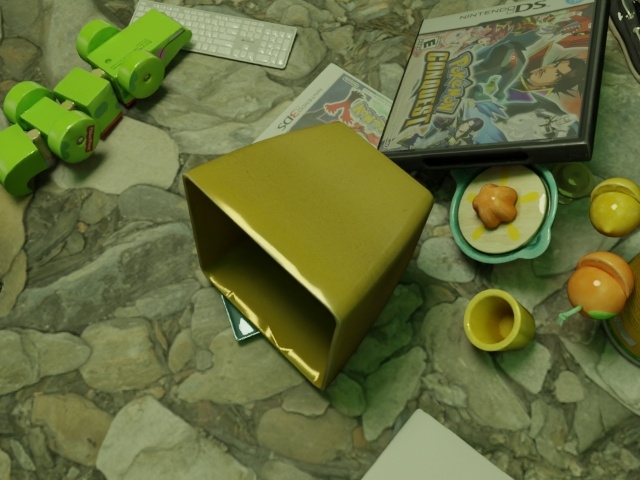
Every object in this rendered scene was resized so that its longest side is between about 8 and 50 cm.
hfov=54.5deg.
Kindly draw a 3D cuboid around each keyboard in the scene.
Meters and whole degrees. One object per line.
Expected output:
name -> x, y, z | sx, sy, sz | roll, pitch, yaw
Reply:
keyboard -> -0.166, -0.311, 0.935 | 0.256, 0.014, 0.072 | 13, 68, 9

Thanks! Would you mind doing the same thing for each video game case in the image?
video game case -> 0.217, -0.202, 0.778 | 0.248, 0.035, 0.275 | 0, 54, 31
video game case -> 0.035, -0.130, 0.841 | 0.201, 0.023, 0.183 | 36, 74, 17

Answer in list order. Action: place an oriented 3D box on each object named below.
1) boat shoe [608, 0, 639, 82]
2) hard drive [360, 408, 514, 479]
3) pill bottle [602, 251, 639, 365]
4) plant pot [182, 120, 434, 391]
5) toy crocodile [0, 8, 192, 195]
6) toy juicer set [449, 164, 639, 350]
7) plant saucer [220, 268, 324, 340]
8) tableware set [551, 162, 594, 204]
boat shoe -> 0.463, -0.277, 0.856 | 0.075, 0.065, 0.206 | -19, 67, -5
hard drive -> 0.080, 0.355, 0.559 | 0.233, 0.047, 0.353 | 35, 57, 20
pill bottle -> 0.391, 0.044, 0.624 | 0.136, 0.245, 0.136 | -1, 67, 3
plant pot -> 0.000, 0.000, 0.681 | 0.212, 0.212, 0.187 | 42, 64, 18
toy crocodile -> -0.312, -0.197, 0.857 | 0.115, 0.105, 0.340 | 32, 68, 16
toy juicer set -> 0.242, -0.049, 0.707 | 0.209, 0.089, 0.329 | -23, 59, 37
plant saucer -> -0.022, 0.061, 0.765 | 0.192, 0.018, 0.067 | -21, 67, -5
tableware set -> 0.281, -0.103, 0.817 | 0.141, 0.020, 0.168 | -16, 68, -3
